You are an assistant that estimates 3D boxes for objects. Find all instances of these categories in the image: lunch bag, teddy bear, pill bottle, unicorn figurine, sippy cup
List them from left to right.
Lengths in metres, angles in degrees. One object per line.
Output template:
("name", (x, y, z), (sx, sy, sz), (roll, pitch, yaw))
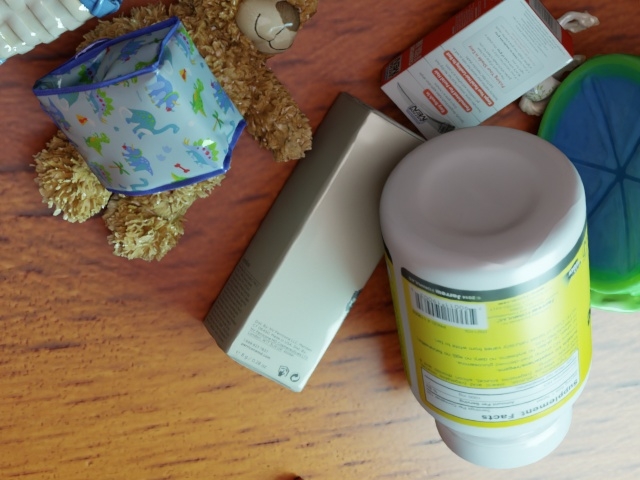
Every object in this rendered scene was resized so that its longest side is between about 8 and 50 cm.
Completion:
("lunch bag", (-0.162, -0.111, 1.613), (0.151, 0.096, 0.129), (-17, 122, 28))
("teddy bear", (-0.121, -0.133, 1.711), (0.338, 0.113, 0.245), (-39, 113, -3))
("pill bottle", (0.165, 0.066, 1.750), (0.188, 0.188, 0.334), (-21, 138, -9))
("unicorn figurine", (0.218, -0.196, 1.815), (0.111, 0.060, 0.162), (-13, 107, -13))
("sippy cup", (0.366, -0.064, 1.809), (0.224, 0.305, 0.240), (0, 79, -33))

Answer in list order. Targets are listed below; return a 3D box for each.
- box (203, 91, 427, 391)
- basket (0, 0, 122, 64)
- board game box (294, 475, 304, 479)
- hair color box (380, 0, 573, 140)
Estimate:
("box", (0.000, 0.000, 1.780), (0.094, 0.113, 0.275), (30, 96, -21))
("basket", (-0.229, -0.294, 1.563), (0.289, 0.255, 0.201), (-32, 117, 5))
("board game box", (0.027, 0.387, 1.932), (0.281, 0.027, 0.145), (43, 88, -21))
("hair color box", (0.151, -0.172, 1.772), (0.167, 0.053, 0.093), (-34, 113, 23))
